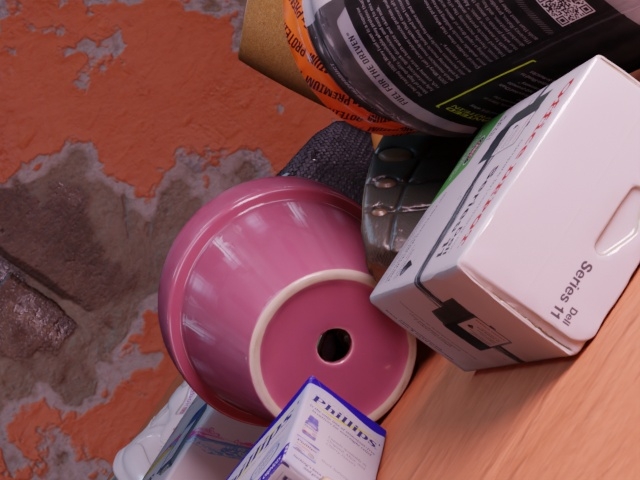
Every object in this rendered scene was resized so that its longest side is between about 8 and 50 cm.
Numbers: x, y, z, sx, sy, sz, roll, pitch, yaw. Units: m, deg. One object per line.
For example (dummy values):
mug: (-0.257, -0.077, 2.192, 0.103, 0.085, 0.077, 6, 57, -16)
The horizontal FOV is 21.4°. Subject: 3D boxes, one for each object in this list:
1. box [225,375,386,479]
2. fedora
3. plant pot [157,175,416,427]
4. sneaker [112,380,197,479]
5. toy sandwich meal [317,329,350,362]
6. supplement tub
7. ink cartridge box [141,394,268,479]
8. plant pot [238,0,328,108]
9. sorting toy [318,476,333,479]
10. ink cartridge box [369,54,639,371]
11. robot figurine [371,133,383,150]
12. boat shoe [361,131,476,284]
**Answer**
box: (-0.024, 0.182, 1.162, 0.126, 0.072, 0.137, -51, 5, 20)
fedora: (0.000, 0.000, 1.708, 0.334, 0.152, 0.334, -53, 5, 6)
plant pot: (-0.015, 0.064, 1.309, 0.201, 0.201, 0.180, -54, 20, 1)
sneaker: (-0.126, 0.187, 1.756, 0.152, 0.114, 0.305, -59, 3, 20)
toy sandwich meal: (0.025, 0.091, 1.446, 0.085, 0.029, 0.085, -35, -46, -45)
supplement tub: (0.132, -0.190, 1.099, 0.338, 0.207, 0.207, -22, 29, 52)
ink cartridge box: (-0.095, 0.208, 1.528, 0.212, 0.093, 0.154, -59, 8, -33)
plant pot: (0.045, -0.231, 1.837, 0.237, 0.254, 0.237, -169, 90, -89)
sorting toy: (-0.068, 0.277, 0.832, 0.255, 0.089, 0.257, -57, 6, -37)
ink cartridge box: (0.124, -0.009, 1.004, 0.153, 0.087, 0.208, -56, 6, -13)
robot figurine: (0.128, -0.128, 1.524, 0.158, 0.128, 0.219, -5, 45, 54)
boat shoe: (0.124, -0.058, 1.303, 0.324, 0.122, 0.120, -58, -25, -43)
